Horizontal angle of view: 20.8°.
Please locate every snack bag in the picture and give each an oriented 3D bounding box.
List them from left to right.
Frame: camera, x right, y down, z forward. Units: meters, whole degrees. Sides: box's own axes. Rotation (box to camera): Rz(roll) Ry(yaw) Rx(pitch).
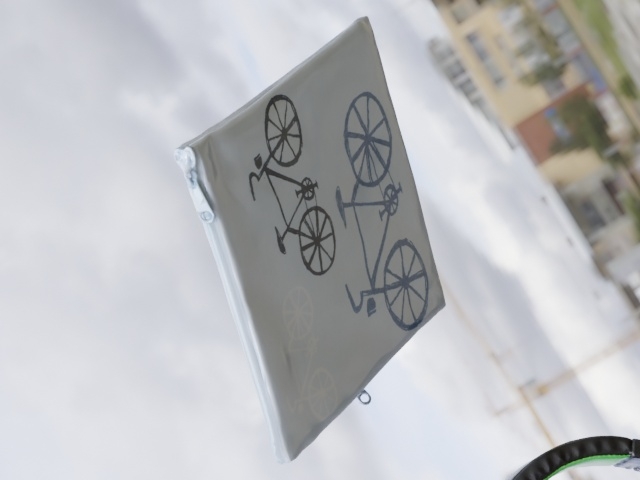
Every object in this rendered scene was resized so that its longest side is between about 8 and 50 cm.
[{"bbox_3d":[0.000,0.000,1.600,0.342,0.037,0.323,-42,-57,-50],"label":"snack bag"}]

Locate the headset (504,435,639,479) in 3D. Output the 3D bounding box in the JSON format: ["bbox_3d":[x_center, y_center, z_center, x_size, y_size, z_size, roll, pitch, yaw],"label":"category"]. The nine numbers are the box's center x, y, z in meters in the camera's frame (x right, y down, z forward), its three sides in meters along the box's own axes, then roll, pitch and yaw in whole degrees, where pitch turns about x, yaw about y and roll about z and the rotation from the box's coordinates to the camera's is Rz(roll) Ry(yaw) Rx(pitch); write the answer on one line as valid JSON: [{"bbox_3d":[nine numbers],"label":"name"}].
[{"bbox_3d":[0.313,0.319,1.508,0.185,0.394,0.243,121,166,-70],"label":"headset"}]
